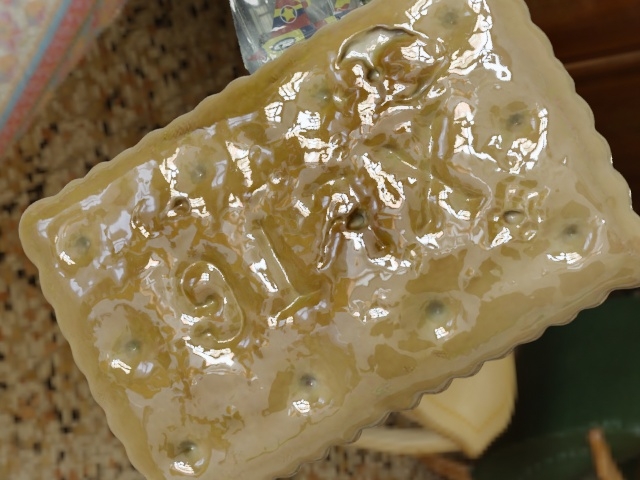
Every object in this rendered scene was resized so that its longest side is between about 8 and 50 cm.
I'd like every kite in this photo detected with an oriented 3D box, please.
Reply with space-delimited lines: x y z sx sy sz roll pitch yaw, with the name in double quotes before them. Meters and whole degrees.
"kite" 0.039 -0.207 1.239 0.141 0.245 0.015 67 -13 -12

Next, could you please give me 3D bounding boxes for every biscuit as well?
"biscuit" 0.000 0.000 0.766 0.217 0.325 0.044 63 14 8
